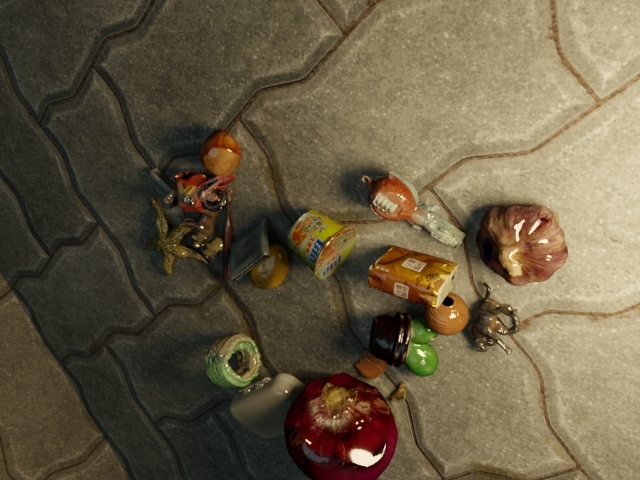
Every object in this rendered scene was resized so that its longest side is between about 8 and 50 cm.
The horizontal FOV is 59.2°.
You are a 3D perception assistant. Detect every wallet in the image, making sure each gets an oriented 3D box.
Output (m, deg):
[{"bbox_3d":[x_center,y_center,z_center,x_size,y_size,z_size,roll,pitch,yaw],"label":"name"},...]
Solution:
[{"bbox_3d":[-0.259,0.037,2.033,0.222,0.036,0.167,-36,45,38],"label":"wallet"}]

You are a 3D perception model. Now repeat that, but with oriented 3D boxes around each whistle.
[{"bbox_3d":[0.265,-0.091,1.659,0.346,0.134,0.142,35,117,5],"label":"whistle"}]

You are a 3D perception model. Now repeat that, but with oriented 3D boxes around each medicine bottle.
[{"bbox_3d":[-0.181,0.668,2.252,0.282,0.122,0.375,42,130,-20],"label":"medicine bottle"}]

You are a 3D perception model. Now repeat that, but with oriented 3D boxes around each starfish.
[{"bbox_3d":[-0.607,0.025,2.295,0.348,0.078,0.357,20,121,20],"label":"starfish"}]

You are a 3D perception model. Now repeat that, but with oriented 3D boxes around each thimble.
[{"bbox_3d":[-0.349,0.478,2.243,0.150,0.219,0.218,-17,101,39],"label":"thimble"}]

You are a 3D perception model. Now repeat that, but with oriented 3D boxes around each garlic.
[{"bbox_3d":[0.529,0.012,1.512,0.245,0.161,0.244,16,117,36],"label":"garlic"}]

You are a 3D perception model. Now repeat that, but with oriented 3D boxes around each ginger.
[{"bbox_3d":[0.286,0.543,1.992,0.048,0.030,0.097,53,131,37],"label":"ginger"}]

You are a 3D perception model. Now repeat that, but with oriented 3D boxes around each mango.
[{"bbox_3d":[-0.185,0.093,2.035,0.137,0.098,0.195,28,121,6],"label":"mango"}]

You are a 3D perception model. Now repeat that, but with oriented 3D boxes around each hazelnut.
[{"bbox_3d":[-0.345,-0.305,1.949,0.150,0.150,0.150,13,118,27],"label":"hazelnut"}]

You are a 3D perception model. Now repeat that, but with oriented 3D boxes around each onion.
[{"bbox_3d":[0.071,0.714,2.027,0.399,0.398,0.420,26,145,20],"label":"onion"}]

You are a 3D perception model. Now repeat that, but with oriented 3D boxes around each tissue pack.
[{"bbox_3d":[0.278,0.108,1.700,0.226,0.183,0.091,19,122,25],"label":"tissue pack"}]

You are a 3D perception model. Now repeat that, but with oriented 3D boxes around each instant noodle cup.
[{"bbox_3d":[0.000,0.000,1.833,0.153,0.205,0.204,39,127,24],"label":"instant noodle cup"}]

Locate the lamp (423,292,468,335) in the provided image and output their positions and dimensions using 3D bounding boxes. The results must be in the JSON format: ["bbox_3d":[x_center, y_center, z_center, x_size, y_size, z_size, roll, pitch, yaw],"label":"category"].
[{"bbox_3d":[0.383,0.222,1.717,0.137,0.136,0.136,13,118,27],"label":"lamp"}]

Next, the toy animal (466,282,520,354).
[{"bbox_3d":[0.511,0.244,1.679,0.148,0.084,0.232,13,121,29],"label":"toy animal"}]

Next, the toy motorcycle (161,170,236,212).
[{"bbox_3d":[-0.453,-0.179,2.055,0.298,0.171,0.089,4,150,28],"label":"toy motorcycle"}]

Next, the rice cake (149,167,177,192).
[{"bbox_3d":[-0.589,-0.203,2.198,0.207,0.036,0.047,43,139,8],"label":"rice cake"}]

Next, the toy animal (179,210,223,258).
[{"bbox_3d":[-0.439,-0.042,2.133,0.186,0.093,0.214,24,109,-6],"label":"toy animal"}]

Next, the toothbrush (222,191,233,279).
[{"bbox_3d":[-0.351,-0.011,2.131,0.041,0.041,0.363,18,118,25],"label":"toothbrush"}]

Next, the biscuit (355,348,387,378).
[{"bbox_3d":[0.182,0.443,2.017,0.102,0.019,0.130,39,126,10],"label":"biscuit"}]

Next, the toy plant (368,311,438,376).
[{"bbox_3d":[0.279,0.332,1.823,0.235,0.175,0.217,10,113,0],"label":"toy plant"}]
